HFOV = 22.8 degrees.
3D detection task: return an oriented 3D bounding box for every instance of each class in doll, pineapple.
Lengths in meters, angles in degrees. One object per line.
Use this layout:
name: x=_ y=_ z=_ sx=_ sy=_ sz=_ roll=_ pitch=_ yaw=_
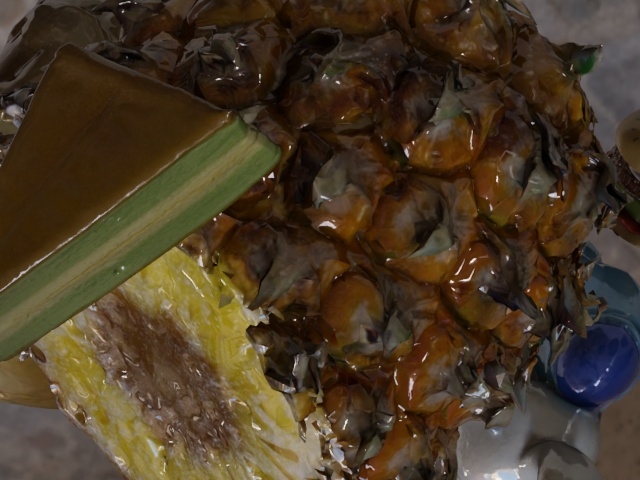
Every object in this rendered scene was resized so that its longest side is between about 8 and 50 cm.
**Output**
doll: x=0.242 y=0.140 z=1.673 sx=0.187 sy=0.366 sz=0.376 roll=42 pitch=162 yaw=-33
pineapple: x=0.000 y=-0.003 z=0.889 sx=0.352 sy=0.300 sz=0.352 roll=42 pitch=154 yaw=25

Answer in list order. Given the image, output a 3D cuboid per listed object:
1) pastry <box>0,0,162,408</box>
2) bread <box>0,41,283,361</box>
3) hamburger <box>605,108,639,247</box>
pastry: x=-0.154 y=-0.032 z=1.309 sx=0.245 sy=0.410 sz=0.410 roll=22 pitch=144 yaw=12
bread: x=-0.089 y=0.001 z=0.651 sx=0.084 sy=0.139 sz=0.074 roll=24 pitch=176 yaw=20
hamburger: x=0.395 y=-0.077 z=1.780 sx=0.175 sy=0.175 sz=0.137 roll=13 pitch=133 yaw=1
